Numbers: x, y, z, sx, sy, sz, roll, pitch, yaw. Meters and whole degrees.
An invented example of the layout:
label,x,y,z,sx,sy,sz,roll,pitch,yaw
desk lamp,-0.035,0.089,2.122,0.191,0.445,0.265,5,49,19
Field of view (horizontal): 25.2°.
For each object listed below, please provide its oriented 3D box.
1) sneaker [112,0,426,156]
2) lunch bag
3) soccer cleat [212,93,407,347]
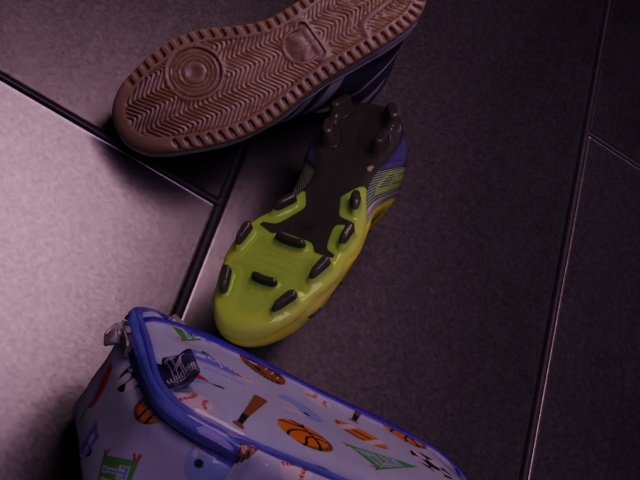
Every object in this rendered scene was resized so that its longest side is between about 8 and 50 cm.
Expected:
label,x,y,z,sx,sy,sz,roll,pitch,yaw
sneaker,-0.043,-0.135,1.229,0.282,0.153,0.099,-28,81,-11
lunch bag,-0.026,0.156,0.974,0.303,0.115,0.243,29,8,-18
soccer cleat,0.001,0.000,1.146,0.093,0.121,0.289,14,43,16
